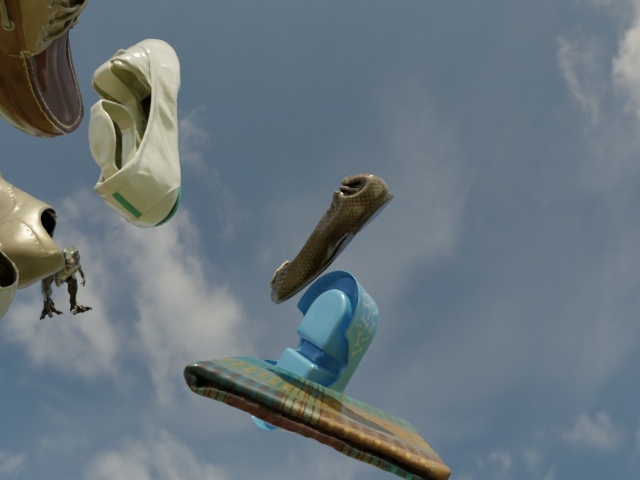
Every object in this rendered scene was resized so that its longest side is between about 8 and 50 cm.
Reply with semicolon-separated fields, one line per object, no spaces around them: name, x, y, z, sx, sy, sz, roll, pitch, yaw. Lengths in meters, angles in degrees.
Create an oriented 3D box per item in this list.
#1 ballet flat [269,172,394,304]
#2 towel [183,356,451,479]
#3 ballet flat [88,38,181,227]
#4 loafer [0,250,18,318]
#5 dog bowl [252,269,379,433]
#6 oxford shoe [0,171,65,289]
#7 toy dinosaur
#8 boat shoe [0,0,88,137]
ballet flat;0.000;0.000;0.848;0.058;0.084;0.250;46;-46;4
towel;-0.003;0.199;0.798;0.271;0.370;0.040;21;-97;4
ballet flat;-0.289;-0.201;1.055;0.139;0.400;0.139;-8;-35;-6
loafer;-0.400;-0.021;0.671;0.092;0.102;0.268;-29;-61;24
dog bowl;-0.005;0.196;1.173;0.074;0.166;0.297;34;-97;-31
oxford shoe;-0.488;-0.026;1.090;0.130;0.348;0.123;-11;-52;-26
toy dinosaur;-0.461;0.074;1.202;0.268;0.064;0.118;-9;-85;48
boat shoe;-0.282;-0.233;0.646;0.116;0.123;0.324;1;-43;8
